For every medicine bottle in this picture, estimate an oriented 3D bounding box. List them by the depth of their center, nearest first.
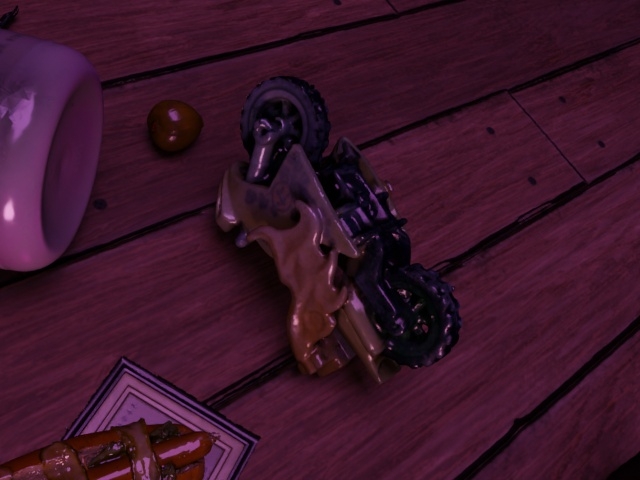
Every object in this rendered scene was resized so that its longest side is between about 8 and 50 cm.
[{"bbox_3d":[-0.427,-0.116,0.711,0.325,0.256,0.256,12,56,-7],"label":"medicine bottle"}]

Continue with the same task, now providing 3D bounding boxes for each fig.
[{"bbox_3d":[-0.207,-0.168,0.957,0.088,0.074,0.074,-22,70,-49],"label":"fig"}]

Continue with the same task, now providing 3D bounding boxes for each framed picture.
[{"bbox_3d":[-0.195,0.253,0.735,0.199,0.010,0.195,32,53,-2],"label":"framed picture"}]

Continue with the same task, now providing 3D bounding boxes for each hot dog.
[{"bbox_3d":[-0.231,0.250,0.671,0.270,0.072,0.109,-14,69,-28],"label":"hot dog"}]

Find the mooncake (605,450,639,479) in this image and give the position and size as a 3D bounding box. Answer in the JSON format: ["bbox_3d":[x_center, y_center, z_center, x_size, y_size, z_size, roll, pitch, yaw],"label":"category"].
[{"bbox_3d":[0.447,0.357,0.757,0.324,0.324,0.187,-31,78,-35],"label":"mooncake"}]

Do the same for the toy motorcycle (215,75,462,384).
[{"bbox_3d":[0.000,0.000,0.843,0.169,0.237,0.410,-19,70,-47],"label":"toy motorcycle"}]

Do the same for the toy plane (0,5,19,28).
[{"bbox_3d":[-0.503,-0.286,0.912,0.078,0.053,0.197,29,48,-16],"label":"toy plane"}]
